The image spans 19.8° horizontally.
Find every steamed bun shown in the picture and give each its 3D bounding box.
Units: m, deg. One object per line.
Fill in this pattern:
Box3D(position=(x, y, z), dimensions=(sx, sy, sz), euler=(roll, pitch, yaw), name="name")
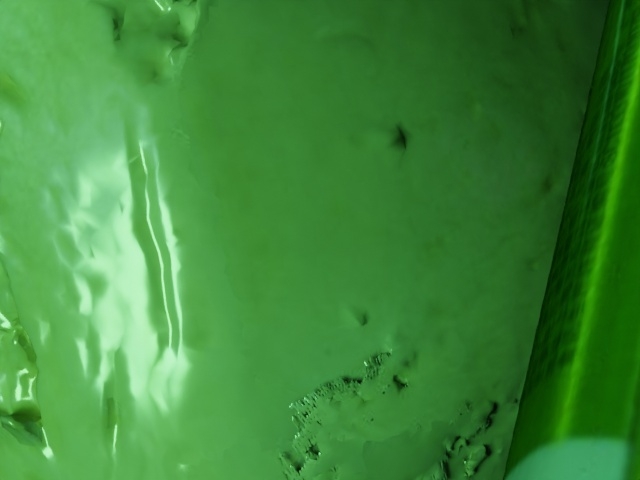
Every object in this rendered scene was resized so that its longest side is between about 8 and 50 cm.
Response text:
Box3D(position=(0.000, 0.000, 0.552), dimensions=(0.166, 0.232, 0.273), euler=(-11, 90, 43), name="steamed bun")

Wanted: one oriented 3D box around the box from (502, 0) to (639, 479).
Box3D(position=(0.106, 0.077, 0.444), dimensions=(0.097, 0.134, 0.346), euler=(120, 166, -66), name="box")
